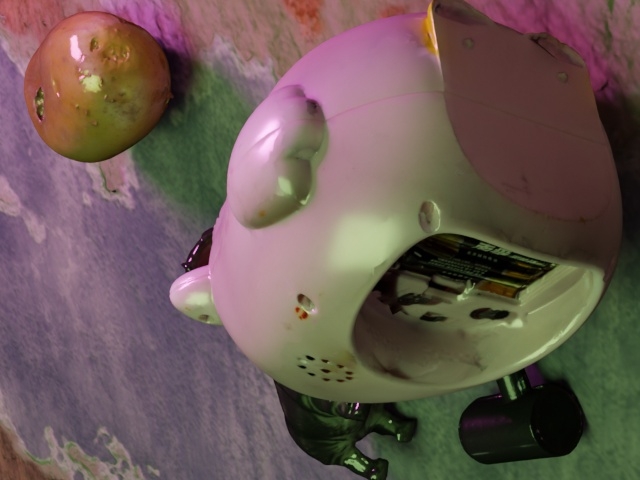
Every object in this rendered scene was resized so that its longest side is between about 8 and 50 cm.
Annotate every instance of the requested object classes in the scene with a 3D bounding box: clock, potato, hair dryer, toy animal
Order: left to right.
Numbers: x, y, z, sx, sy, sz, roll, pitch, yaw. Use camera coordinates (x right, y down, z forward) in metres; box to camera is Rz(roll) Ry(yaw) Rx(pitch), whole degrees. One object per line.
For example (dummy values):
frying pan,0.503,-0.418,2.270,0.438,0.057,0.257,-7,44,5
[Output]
potato,-0.250,-0.168,1.843,0.234,0.146,0.150,-22,54,63
toy animal,-0.007,0.118,1.721,0.168,0.106,0.343,14,146,39
clock,0.069,0.005,1.443,0.377,0.368,0.250,-43,45,41
hair dryer,0.164,0.105,1.643,0.114,0.070,0.248,-18,96,49
